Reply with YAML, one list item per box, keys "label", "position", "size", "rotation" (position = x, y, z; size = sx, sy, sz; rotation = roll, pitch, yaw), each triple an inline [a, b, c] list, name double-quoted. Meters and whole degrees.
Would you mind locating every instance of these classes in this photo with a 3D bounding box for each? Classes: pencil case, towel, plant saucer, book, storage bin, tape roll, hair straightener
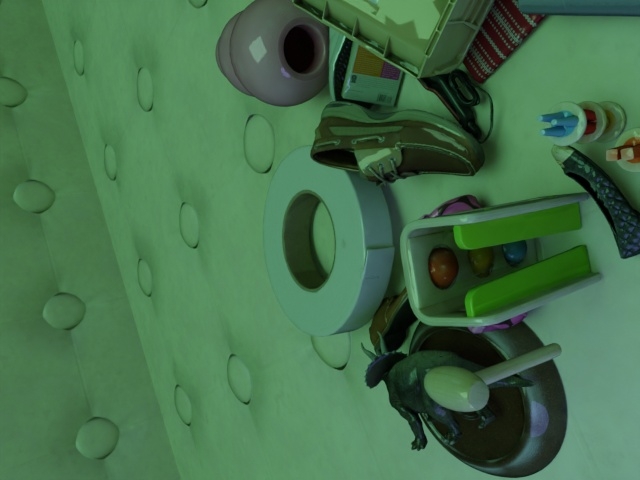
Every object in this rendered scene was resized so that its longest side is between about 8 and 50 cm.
- label: "pencil case"
  position: [0.232, 0.039, 0.852]
  size: [0.210, 0.098, 0.095]
  rotation: [69, 154, 21]
- label: "towel"
  position: [0.263, -0.388, 0.772]
  size: [0.275, 0.031, 0.199]
  rotation: [-48, 63, 48]
- label: "plant saucer"
  position: [0.254, 0.251, 0.930]
  size: [0.310, 0.050, 0.311]
  rotation: [17, 113, 48]
- label: "book"
  position: [0.099, -0.309, 0.949]
  size: [0.035, 0.096, 0.144]
  rotation: [-108, 28, -58]
- label: "storage bin"
  position: [0.117, -0.402, 0.764]
  size: [0.262, 0.123, 0.261]
  rotation: [38, 126, 20]
- label: "tape roll"
  position: [0.000, 0.000, 1.135]
  size: [0.392, 0.071, 0.393]
  rotation: [8, 100, 56]
- label: "hair straightener"
  position: [0.196, -0.248, 0.858]
  size: [0.231, 0.047, 0.089]
  rotation: [63, 162, 20]

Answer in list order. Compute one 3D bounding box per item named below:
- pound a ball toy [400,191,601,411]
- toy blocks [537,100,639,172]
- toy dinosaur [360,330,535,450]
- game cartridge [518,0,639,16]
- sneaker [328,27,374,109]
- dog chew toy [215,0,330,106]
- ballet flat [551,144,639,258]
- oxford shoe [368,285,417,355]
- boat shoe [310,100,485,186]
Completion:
- label: "pound a ball toy"
  position: [0.219, 0.061, 0.702]
  size: [0.135, 0.319, 0.208]
  rotation: [-7, 94, 52]
- label: "toy blocks"
  position: [0.332, -0.122, 0.653]
  size: [0.123, 0.148, 0.054]
  rotation: [46, 132, 36]
- label: "toy dinosaur"
  position: [0.176, 0.234, 0.881]
  size: [0.313, 0.121, 0.160]
  rotation: [-22, 100, 54]
- label: "game cartridge"
  position: [0.345, -0.405, 0.609]
  size: [0.195, 0.060, 0.295]
  rotation: [17, 107, 33]
- label: "sneaker"
  position: [0.066, -0.371, 0.997]
  size: [0.123, 0.105, 0.290]
  rotation: [-112, 24, -61]
- label: "dog chew toy"
  position: [-0.112, -0.381, 1.128]
  size: [0.331, 0.206, 0.207]
  rotation: [25, 118, 56]
- label: "ballet flat"
  position: [0.348, -0.053, 0.696]
  size: [0.049, 0.057, 0.173]
  rotation: [-40, 82, 16]
- label: "oxford shoe"
  position: [0.139, 0.128, 1.028]
  size: [0.076, 0.076, 0.212]
  rotation: [62, 140, 35]
- label: "boat shoe"
  position: [0.113, -0.141, 0.911]
  size: [0.324, 0.123, 0.117]
  rotation: [19, 76, 43]
